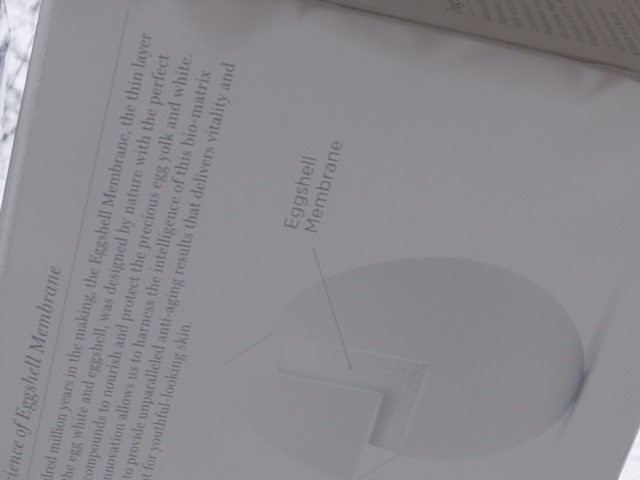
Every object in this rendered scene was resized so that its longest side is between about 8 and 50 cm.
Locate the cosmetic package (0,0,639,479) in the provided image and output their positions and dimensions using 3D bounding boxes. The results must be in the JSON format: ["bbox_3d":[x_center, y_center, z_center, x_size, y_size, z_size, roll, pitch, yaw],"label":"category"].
[{"bbox_3d":[0.000,0.000,0.579,0.225,0.224,0.138,11,-153,-11],"label":"cosmetic package"}]

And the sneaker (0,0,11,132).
[{"bbox_3d":[-0.229,-0.036,0.559,0.130,0.236,0.323,21,-150,21],"label":"sneaker"}]
